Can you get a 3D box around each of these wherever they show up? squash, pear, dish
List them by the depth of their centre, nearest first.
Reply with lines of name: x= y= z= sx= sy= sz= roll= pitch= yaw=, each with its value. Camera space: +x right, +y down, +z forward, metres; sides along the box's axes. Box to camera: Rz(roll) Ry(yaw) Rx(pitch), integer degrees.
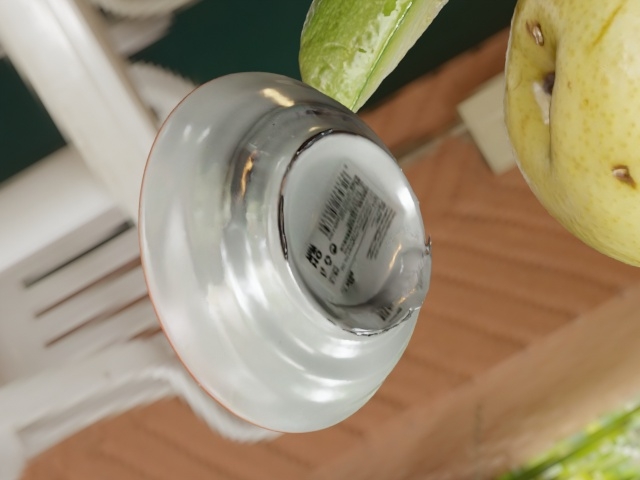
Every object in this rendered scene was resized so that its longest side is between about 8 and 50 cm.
dish: x=0.000 y=0.000 z=1.374 sx=0.085 sy=0.260 sz=0.260 roll=-14 pitch=-68 yaw=44
pear: x=0.299 y=-0.125 z=1.568 sx=0.309 sy=0.309 sz=0.309 roll=60 pitch=-1 yaw=2
squash: x=0.077 y=-0.247 z=1.783 sx=0.111 sy=0.288 sz=0.203 roll=33 pitch=11 yaw=13
